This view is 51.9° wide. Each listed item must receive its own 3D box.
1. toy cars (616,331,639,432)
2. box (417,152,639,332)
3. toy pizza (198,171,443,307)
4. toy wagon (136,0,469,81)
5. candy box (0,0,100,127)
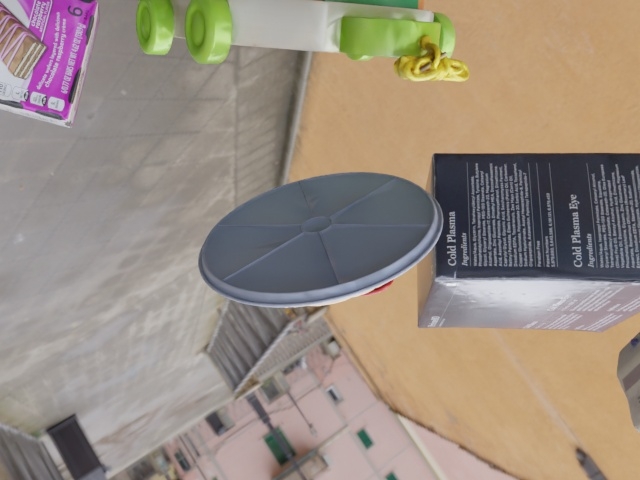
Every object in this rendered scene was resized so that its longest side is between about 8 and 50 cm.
[{"bbox_3d":[0.428,0.051,0.742,0.393,0.087,0.176,-50,170,-16],"label":"toy cars"},{"bbox_3d":[0.307,0.018,0.970,0.313,0.178,0.343,0,162,4],"label":"box"},{"bbox_3d":[0.000,0.000,0.540,0.202,0.032,0.201,-10,-151,6],"label":"toy pizza"},{"bbox_3d":[0.000,-0.197,0.609,0.267,0.068,0.344,-9,-159,-33],"label":"toy wagon"},{"bbox_3d":[-0.408,-0.249,0.807,0.234,0.159,0.071,13,177,-16],"label":"candy box"}]
